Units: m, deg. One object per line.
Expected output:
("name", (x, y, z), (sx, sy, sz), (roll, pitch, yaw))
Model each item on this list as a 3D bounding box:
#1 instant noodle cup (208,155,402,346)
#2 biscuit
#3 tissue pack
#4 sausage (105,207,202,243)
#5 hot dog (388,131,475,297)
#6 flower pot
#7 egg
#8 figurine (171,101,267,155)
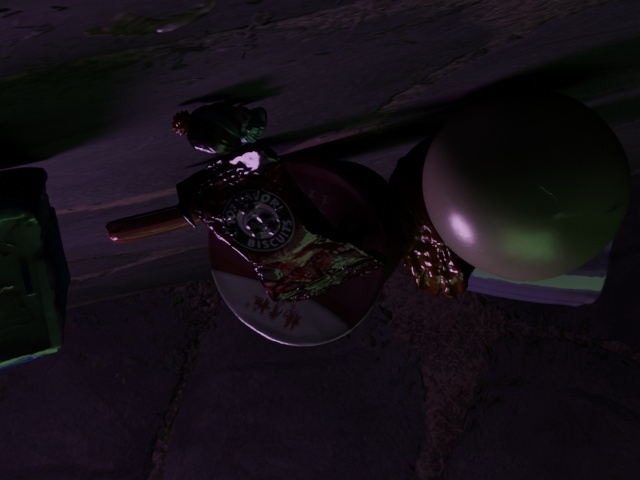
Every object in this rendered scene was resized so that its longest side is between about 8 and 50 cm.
("instant noodle cup", (0.000, 0.000, 2.038), (0.234, 0.235, 0.178), (-15, -176, 23))
("biscuit", (-0.050, -0.012, 1.869), (0.151, 0.235, 0.063), (-27, -147, 28))
("tissue pack", (-0.331, 0.031, 1.454), (0.198, 0.146, 0.263), (-13, -170, -6))
("sausage", (-0.222, -0.024, 2.231), (0.147, 0.035, 0.030), (-13, 153, 5))
("hot dog", (0.160, -0.039, 2.038), (0.114, 0.175, 0.259), (-10, -157, 27))
("flower pot", (0.259, -0.031, 2.312), (0.243, 0.265, 0.265), (-1, 174, -10))
("egg", (0.234, -0.063, 1.843), (0.269, 0.219, 0.219), (-8, 173, -41))
("figurine", (-0.088, -0.105, 1.482), (0.060, 0.047, 0.106), (23, -163, 18))
